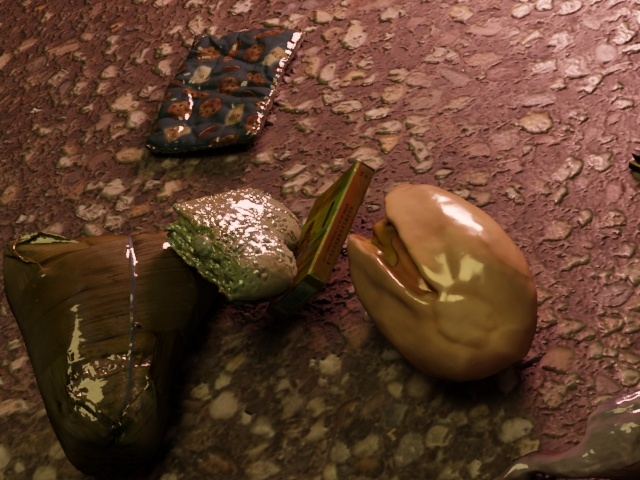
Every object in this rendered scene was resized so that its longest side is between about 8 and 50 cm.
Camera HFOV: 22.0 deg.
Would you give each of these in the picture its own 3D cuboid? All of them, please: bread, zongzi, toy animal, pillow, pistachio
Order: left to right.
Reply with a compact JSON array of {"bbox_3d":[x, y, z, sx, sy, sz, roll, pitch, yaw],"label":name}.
[{"bbox_3d":[-0.181,0.116,2.027,0.361,0.160,0.323,-10,56,-22],"label":"zongzi"},{"bbox_3d":[-0.140,-0.221,2.388,0.189,0.034,0.255,-1,47,24],"label":"pillow"},{"bbox_3d":[-0.106,-0.007,2.018,0.173,0.064,0.232,15,27,-1],"label":"bread"},{"bbox_3d":[0.145,0.045,1.904,0.188,0.187,0.299,-28,36,-3],"label":"pistachio"},{"bbox_3d":[0.317,0.208,1.695,0.324,0.090,0.195,-12,12,40],"label":"toy animal"}]

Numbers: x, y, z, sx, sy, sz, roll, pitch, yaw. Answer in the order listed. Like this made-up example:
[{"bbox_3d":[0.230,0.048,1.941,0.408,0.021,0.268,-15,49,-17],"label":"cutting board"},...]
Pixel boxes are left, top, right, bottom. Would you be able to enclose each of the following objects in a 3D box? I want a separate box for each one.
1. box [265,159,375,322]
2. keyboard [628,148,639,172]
[{"bbox_3d":[0.000,0.000,2.055,0.121,0.030,0.193,-42,19,52],"label":"box"},{"bbox_3d":[0.515,-0.184,2.054,0.317,0.027,0.106,-44,46,-19],"label":"keyboard"}]
